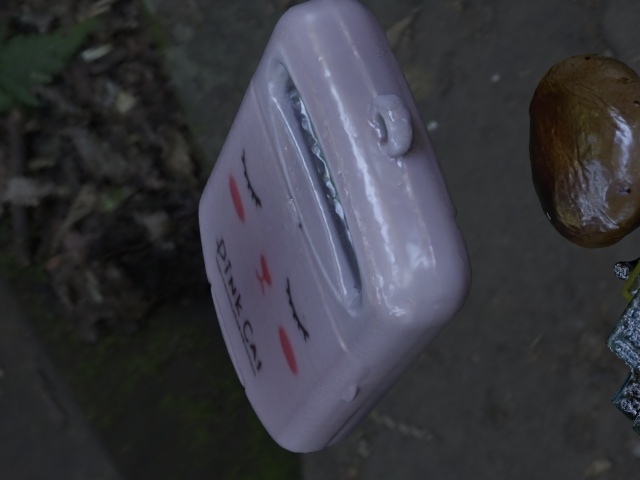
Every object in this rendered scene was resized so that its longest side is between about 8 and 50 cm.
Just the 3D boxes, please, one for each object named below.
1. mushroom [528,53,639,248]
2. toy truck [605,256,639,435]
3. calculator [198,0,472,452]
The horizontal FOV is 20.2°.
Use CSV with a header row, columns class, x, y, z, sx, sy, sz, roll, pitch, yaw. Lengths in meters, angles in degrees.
class,x,y,z,sx,sy,sz,roll,pitch,yaw
mushroom,0.167,-0.056,1.128,0.123,0.052,0.123,7,99,59
toy truck,0.251,0.019,1.040,0.127,0.257,0.127,39,128,18
calculator,0.000,0.000,0.537,0.175,0.032,0.100,121,132,-64
